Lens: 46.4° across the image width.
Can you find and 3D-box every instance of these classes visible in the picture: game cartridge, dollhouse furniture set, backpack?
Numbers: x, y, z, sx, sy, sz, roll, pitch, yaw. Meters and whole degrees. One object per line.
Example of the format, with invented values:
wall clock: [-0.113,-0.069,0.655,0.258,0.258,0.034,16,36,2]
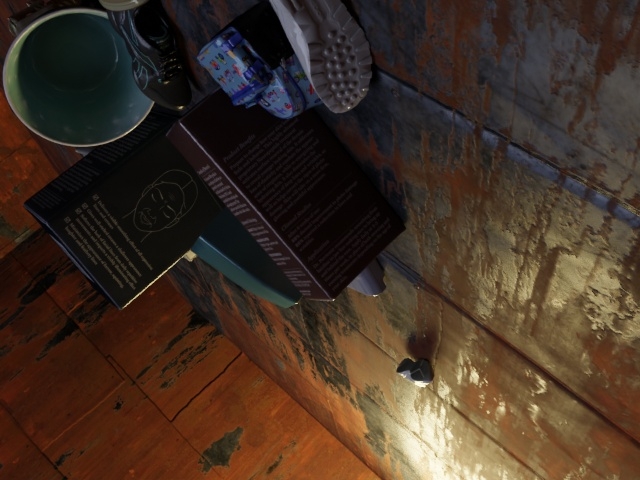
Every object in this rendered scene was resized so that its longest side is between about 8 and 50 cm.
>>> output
game cartridge: [0.000,0.000,1.552,0.294,0.060,0.196,21,145,52]
dollhouse furniture set: [-0.643,-0.461,1.734,0.182,0.101,0.161,34,154,54]
backpack: [-0.078,-0.249,1.103,0.173,0.117,0.158,51,162,-20]

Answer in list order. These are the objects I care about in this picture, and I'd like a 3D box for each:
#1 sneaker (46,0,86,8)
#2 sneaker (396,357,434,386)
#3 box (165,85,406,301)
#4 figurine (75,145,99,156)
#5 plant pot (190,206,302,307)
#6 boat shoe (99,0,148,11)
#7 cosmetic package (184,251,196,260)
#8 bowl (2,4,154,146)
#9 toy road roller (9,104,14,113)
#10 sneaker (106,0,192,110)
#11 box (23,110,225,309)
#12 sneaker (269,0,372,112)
sneaker: [-0.560,-0.515,1.698,0.185,0.069,0.084,36,162,53]
sneaker: [0.228,0.303,1.689,0.061,0.053,0.152,41,169,-11]
box: [-0.058,-0.098,1.252,0.381,0.191,0.143,51,161,-13]
figurine: [-0.515,-0.221,1.972,0.092,0.209,0.215,21,148,53]
plant pot: [-0.118,0.023,1.535,0.234,0.165,0.166,41,162,-6]
boat shoe: [-0.372,-0.476,1.294,0.285,0.104,0.089,32,160,39]
cosmetic package: [-0.418,-0.072,2.154,0.309,0.160,0.113,23,150,48]
bowl: [-0.516,-0.374,1.597,0.163,0.312,0.311,57,175,47]
toy road roller: [-0.636,-0.387,1.999,0.202,0.240,0.330,33,-165,35]
sneaker: [-0.317,-0.356,1.432,0.106,0.101,0.267,25,153,43]
box: [-0.460,-0.084,1.841,0.212,0.395,0.293,24,150,52]
sneaker: [-0.007,-0.275,0.968,0.095,0.090,0.235,44,163,53]
